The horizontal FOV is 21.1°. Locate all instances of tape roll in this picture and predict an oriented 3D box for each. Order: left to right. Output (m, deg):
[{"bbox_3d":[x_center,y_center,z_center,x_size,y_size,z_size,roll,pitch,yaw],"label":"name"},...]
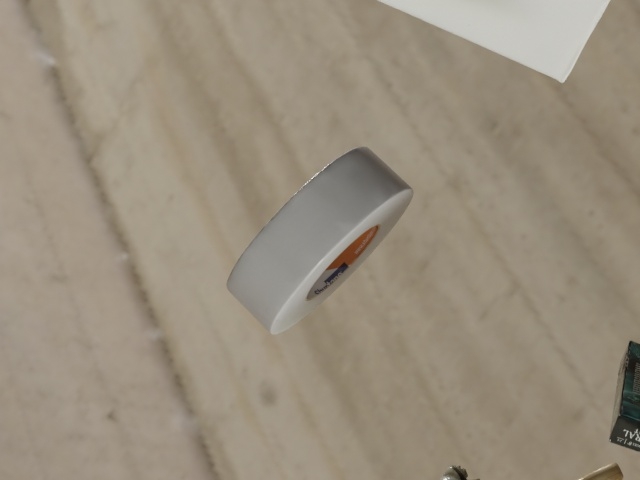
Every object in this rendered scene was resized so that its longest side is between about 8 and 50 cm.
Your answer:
[{"bbox_3d":[0.000,0.000,1.855,0.072,0.219,0.219,45,-151,9],"label":"tape roll"}]

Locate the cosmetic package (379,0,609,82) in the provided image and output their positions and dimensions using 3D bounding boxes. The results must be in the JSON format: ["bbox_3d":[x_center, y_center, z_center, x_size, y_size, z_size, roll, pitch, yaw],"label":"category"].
[{"bbox_3d":[0.125,-0.346,1.782,0.385,0.156,0.217,26,-139,-2],"label":"cosmetic package"}]

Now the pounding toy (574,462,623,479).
[{"bbox_3d":[0.143,0.207,0.999,0.206,0.181,0.094,15,166,24],"label":"pounding toy"}]

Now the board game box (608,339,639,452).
[{"bbox_3d":[0.308,0.140,1.268,0.186,0.026,0.126,19,-155,6],"label":"board game box"}]

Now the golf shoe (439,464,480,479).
[{"bbox_3d":[0.123,0.306,1.705,0.086,0.176,0.069,-32,-141,-30],"label":"golf shoe"}]
